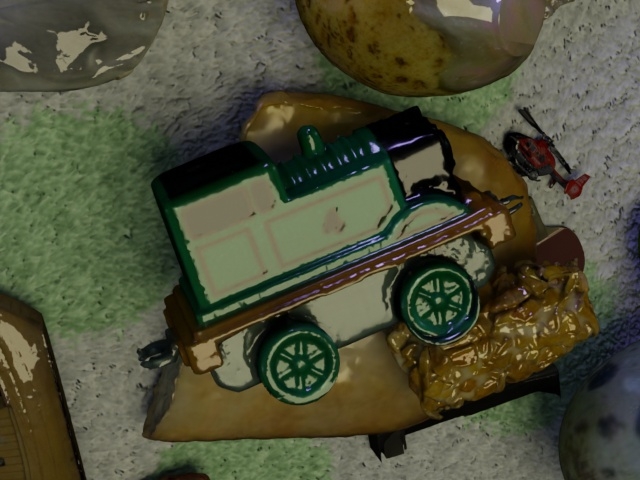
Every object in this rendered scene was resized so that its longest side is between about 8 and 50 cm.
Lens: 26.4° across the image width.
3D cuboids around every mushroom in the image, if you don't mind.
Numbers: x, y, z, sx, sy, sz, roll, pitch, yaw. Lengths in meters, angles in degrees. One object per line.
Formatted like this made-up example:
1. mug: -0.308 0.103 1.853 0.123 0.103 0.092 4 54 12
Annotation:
1. mushroom: -0.314 -0.184 1.318 0.351 0.097 0.109 -14 116 -11

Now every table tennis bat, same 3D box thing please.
1. table tennis bat: 0.278 0.007 1.695 0.087 0.013 0.156 -32 123 -3

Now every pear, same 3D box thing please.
1. pear: 0.107 -0.263 1.377 0.271 0.271 0.271 -9 117 -18

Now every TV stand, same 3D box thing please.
1. TV stand: 0.185 0.215 1.736 0.256 0.040 0.049 -17 119 -14

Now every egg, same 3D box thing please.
1. egg: 0.510 0.267 1.717 0.428 0.345 0.345 10 110 -17

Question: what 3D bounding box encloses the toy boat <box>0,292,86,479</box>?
1. toy boat: -0.333 0.200 1.492 0.121 0.089 0.321 -11 118 -4

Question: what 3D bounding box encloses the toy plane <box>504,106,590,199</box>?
1. toy plane: 0.265 -0.095 1.628 0.145 0.037 0.060 39 85 -27

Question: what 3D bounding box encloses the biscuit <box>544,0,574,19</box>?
1. biscuit: 0.317 -0.350 1.531 0.250 0.032 0.133 -26 120 -8

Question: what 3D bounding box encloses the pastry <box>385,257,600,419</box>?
1. pastry: 0.200 0.092 1.521 0.250 0.102 0.154 -28 124 -6

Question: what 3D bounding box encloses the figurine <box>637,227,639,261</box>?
1. figurine: 0.476 -0.030 1.693 0.162 0.143 0.263 -6 99 -28

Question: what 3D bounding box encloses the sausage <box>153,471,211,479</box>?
1. sausage: -0.250 0.394 1.622 0.087 0.079 0.327 37 95 -21

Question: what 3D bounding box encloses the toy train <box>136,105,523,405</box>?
1. toy train: 0.000 0.000 1.377 0.429 0.178 0.249 -23 108 -7

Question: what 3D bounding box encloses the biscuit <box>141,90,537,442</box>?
1. biscuit: 0.039 0.038 1.559 0.446 0.104 0.429 2 113 -20
